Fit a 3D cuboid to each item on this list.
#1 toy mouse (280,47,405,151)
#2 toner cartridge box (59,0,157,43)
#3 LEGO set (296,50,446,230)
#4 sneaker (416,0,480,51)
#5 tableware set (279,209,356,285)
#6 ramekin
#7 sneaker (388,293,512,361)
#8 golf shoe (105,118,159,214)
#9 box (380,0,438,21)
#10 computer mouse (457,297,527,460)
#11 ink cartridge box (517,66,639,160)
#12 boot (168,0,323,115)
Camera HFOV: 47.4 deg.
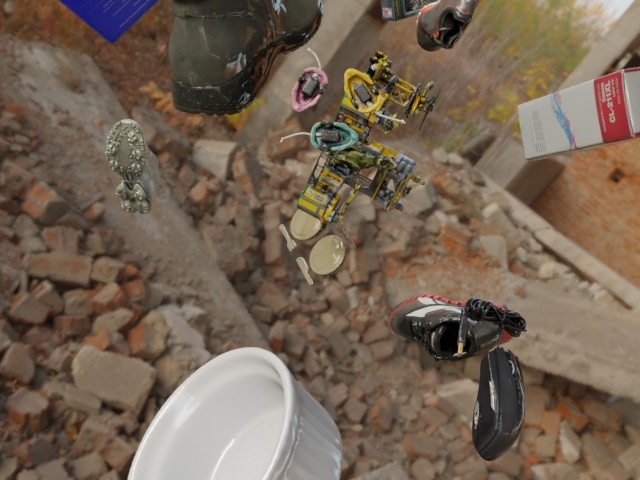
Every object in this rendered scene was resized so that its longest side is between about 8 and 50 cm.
[{"bbox_3d":[0.007,-0.170,0.961,0.161,0.143,0.031,52,4,5],"label":"toy mouse"},{"bbox_3d":[-0.293,-0.509,1.222,0.075,0.348,0.165,55,10,34],"label":"toner cartridge box"},{"bbox_3d":[0.115,-0.158,1.358,0.192,0.331,0.255,28,26,5],"label":"LEGO set"},{"bbox_3d":[0.166,-0.290,1.001,0.061,0.064,0.158,16,-14,-7],"label":"sneaker"},{"bbox_3d":[0.000,0.000,1.505,0.039,0.128,0.194,36,18,-46],"label":"tableware set"},{"bbox_3d":[-0.104,0.288,0.932,0.135,0.277,0.277,44,15,-31],"label":"ramekin"},{"bbox_3d":[0.224,0.167,1.391,0.135,0.276,0.097,-27,108,-41],"label":"sneaker"},{"bbox_3d":[-0.299,-0.130,1.189,0.069,0.176,0.086,14,41,9],"label":"golf shoe"},{"bbox_3d":[0.188,-0.574,1.460,0.159,0.233,0.044,-22,29,-24],"label":"box"},{"bbox_3d":[0.285,0.223,1.196,0.184,0.262,0.060,28,-23,-38],"label":"computer mouse"},{"bbox_3d":[0.329,-0.144,0.825,0.127,0.072,0.175,-12,3,-22],"label":"ink cartridge box"},{"bbox_3d":[-0.055,-0.219,0.556,0.083,0.161,0.246,8,42,12],"label":"boot"}]
